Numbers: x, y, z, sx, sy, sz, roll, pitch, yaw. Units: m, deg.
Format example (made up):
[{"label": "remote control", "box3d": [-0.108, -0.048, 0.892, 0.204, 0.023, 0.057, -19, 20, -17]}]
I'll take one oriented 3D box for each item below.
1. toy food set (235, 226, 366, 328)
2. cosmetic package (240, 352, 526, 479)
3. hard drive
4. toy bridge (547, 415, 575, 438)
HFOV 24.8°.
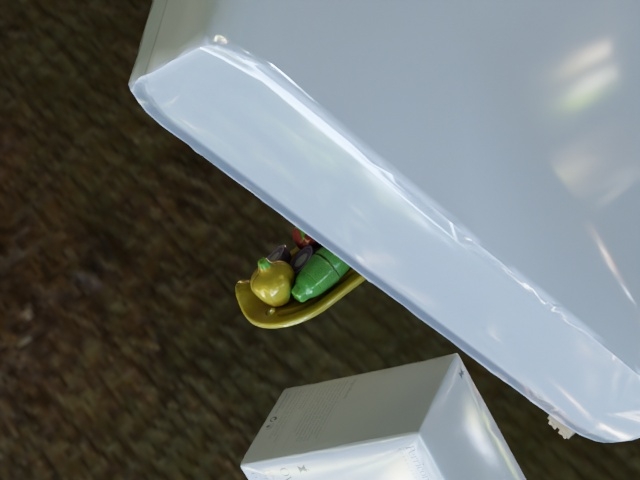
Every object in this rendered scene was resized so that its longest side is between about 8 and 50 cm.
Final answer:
[{"label": "toy food set", "box3d": [0.000, 0.000, 1.527, 0.218, 0.128, 0.071, -37, 121, -19]}, {"label": "cosmetic package", "box3d": [0.078, 0.261, 1.522, 0.224, 0.224, 0.138, -17, -155, 31]}, {"label": "hard drive", "box3d": [0.063, -0.132, 0.545, 0.047, 0.353, 0.233, -23, 134, 38]}, {"label": "toy bridge", "box3d": [0.255, 0.102, 1.203, 0.188, 0.026, 0.063, -37, 158, -28]}]
